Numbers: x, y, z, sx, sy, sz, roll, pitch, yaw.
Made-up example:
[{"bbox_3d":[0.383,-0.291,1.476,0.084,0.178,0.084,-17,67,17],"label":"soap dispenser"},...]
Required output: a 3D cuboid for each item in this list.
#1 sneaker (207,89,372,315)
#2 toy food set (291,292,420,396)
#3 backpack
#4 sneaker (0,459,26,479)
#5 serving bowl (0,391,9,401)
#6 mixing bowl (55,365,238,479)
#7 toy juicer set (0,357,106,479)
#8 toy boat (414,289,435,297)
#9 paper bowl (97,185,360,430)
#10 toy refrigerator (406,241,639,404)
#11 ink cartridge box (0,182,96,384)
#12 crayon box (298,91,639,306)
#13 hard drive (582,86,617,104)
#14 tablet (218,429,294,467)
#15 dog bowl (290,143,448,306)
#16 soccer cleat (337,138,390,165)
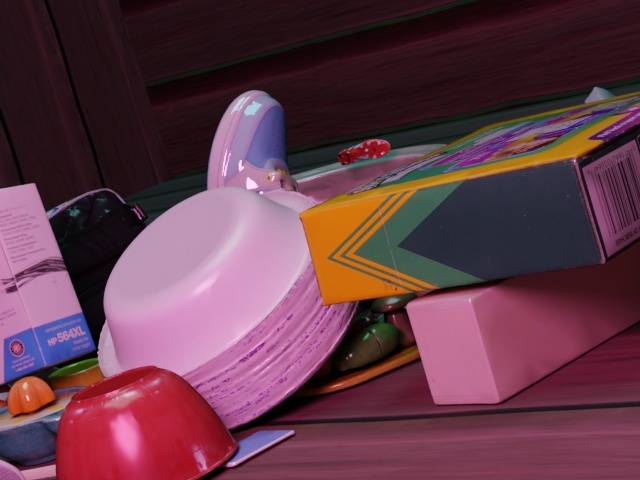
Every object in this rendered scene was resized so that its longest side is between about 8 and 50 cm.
[{"bbox_3d":[-0.023,-0.014,1.972,0.208,0.319,0.127,2,-2,32],"label":"sneaker"},{"bbox_3d":[0.050,0.097,1.815,0.217,0.071,0.128,-21,9,-27],"label":"toy food set"},{"bbox_3d":[-0.320,0.080,2.146,0.253,0.225,0.191,-32,-5,-47],"label":"backpack"},{"bbox_3d":[-0.400,0.256,1.539,0.281,0.105,0.115,-18,9,-6],"label":"sneaker"},{"bbox_3d":[-0.406,0.212,2.096,0.083,0.027,0.083,-16,9,3],"label":"serving bowl"},{"bbox_3d":[-0.177,0.179,1.613,0.181,0.098,0.181,-18,7,2],"label":"mixing bowl"},{"bbox_3d":[-0.341,0.201,1.840,0.209,0.090,0.329,-16,9,2],"label":"toy juicer set"},{"bbox_3d":[0.181,0.008,2.017,0.231,0.151,0.151,-18,-22,-12],"label":"toy boat"},{"bbox_3d":[-0.110,0.056,1.775,0.284,0.148,0.284,-29,30,18],"label":"paper bowl"},{"bbox_3d":[0.208,0.061,1.638,0.269,0.102,0.094,-25,11,-40],"label":"toy refrigerator"},{"bbox_3d":[-0.356,0.054,1.912,0.148,0.203,0.086,-21,-3,41],"label":"ink cartridge box"},{"bbox_3d":[0.210,-0.052,1.666,0.313,0.106,0.363,-12,9,39],"label":"crayon box"},{"bbox_3d":[0.403,-0.091,1.974,0.040,0.210,0.319,-55,1,12],"label":"hard drive"},{"bbox_3d":[-0.069,0.197,1.619,0.083,0.006,0.054,-23,10,-42],"label":"tablet"},{"bbox_3d":[0.000,0.000,2.275,0.407,0.150,0.408,-15,9,2],"label":"dog bowl"},{"bbox_3d":[0.062,-0.124,2.351,0.083,0.029,0.035,-16,12,32],"label":"soccer cleat"}]
